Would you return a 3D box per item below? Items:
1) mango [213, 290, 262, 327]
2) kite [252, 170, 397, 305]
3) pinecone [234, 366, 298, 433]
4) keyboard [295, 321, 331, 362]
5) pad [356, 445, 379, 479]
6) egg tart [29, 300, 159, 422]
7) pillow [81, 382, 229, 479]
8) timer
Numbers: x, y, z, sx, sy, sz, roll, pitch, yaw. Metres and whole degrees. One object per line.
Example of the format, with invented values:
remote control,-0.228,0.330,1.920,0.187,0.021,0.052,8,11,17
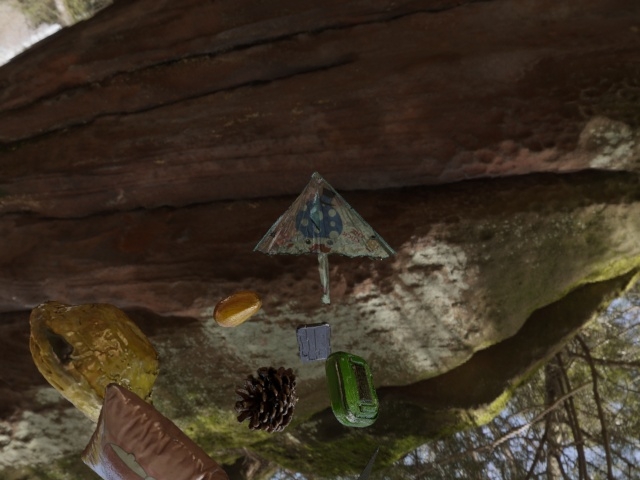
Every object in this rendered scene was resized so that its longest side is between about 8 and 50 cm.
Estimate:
mango,-0.293,0.244,1.554,0.219,0.112,0.145,-23,-170,32
kite,0.000,0.000,1.144,0.406,0.368,0.014,1,-164,19
pinecone,-0.156,0.457,1.246,0.168,0.212,0.185,-25,-117,15
keyboard,-0.020,0.317,1.333,0.106,0.262,0.016,-7,-127,-3
pad,0.038,0.503,0.784,0.004,0.164,0.243,24,-153,25
egg tart,-0.579,0.313,1.185,0.178,0.443,0.443,-41,-142,-13
pillow,-0.256,0.341,0.658,0.236,0.223,0.084,32,-146,5
timer,0.064,0.289,0.849,0.047,0.128,0.140,-30,-128,27
